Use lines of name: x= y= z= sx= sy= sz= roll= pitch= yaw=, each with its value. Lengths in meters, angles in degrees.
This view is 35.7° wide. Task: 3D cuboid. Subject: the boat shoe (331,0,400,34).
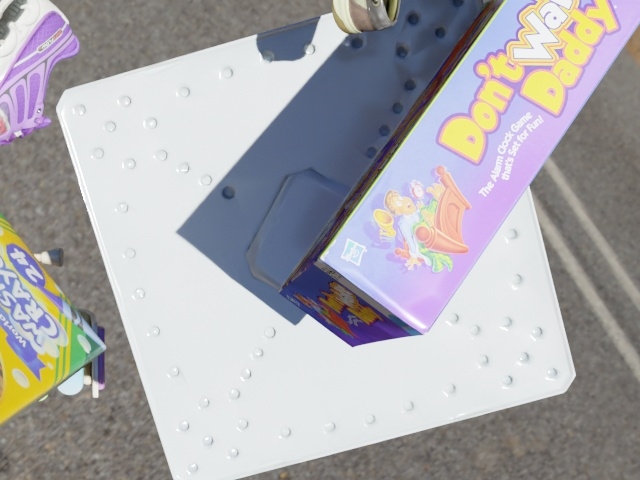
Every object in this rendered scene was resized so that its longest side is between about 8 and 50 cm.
boat shoe: x=0.045 y=-0.223 z=0.710 sx=0.056 sy=0.049 sz=0.152 roll=-5 pitch=102 yaw=-59

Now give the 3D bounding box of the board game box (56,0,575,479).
board game box: x=0.000 y=0.000 z=0.923 sx=0.050 sy=0.390 sz=0.390 roll=-88 pitch=162 yaw=-81

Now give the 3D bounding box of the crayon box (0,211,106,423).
crayon box: x=-0.299 y=0.059 z=0.755 sx=0.203 sy=0.083 sz=0.323 roll=52 pitch=9 yaw=-2

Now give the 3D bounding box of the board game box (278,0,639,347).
board game box: x=0.112 y=-0.089 z=0.707 sx=0.078 sy=0.233 sz=0.347 roll=36 pitch=78 yaw=-2

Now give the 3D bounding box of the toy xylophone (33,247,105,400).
toy xylophone: x=-0.473 y=0.134 z=1.456 sx=0.081 sy=0.322 sz=0.236 roll=-95 pitch=178 yaw=-77

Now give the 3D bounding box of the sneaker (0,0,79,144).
sneaker: x=-0.210 y=-0.074 z=0.624 sx=0.068 sy=0.170 sz=0.071 roll=33 pitch=-5 yaw=44
